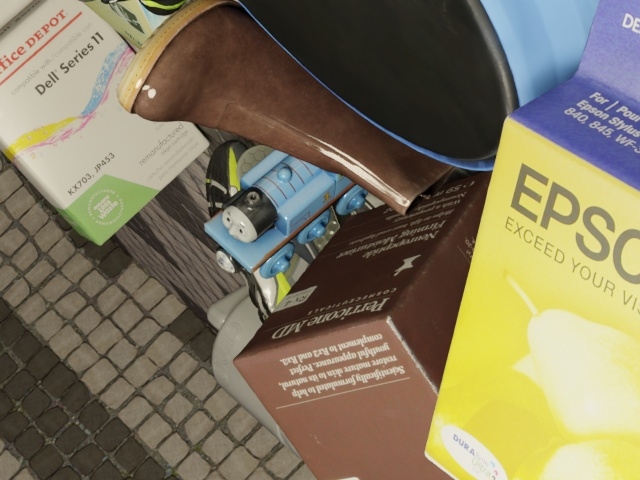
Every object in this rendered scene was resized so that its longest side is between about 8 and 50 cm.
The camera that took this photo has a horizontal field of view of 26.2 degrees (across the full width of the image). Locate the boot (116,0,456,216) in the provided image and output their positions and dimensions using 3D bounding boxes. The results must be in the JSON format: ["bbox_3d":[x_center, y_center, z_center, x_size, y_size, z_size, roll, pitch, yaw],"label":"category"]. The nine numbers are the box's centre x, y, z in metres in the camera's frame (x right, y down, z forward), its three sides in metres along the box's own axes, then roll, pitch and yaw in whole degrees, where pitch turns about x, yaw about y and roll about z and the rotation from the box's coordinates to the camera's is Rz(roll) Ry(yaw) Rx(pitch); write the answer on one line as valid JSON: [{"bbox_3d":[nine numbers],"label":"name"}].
[{"bbox_3d":[-0.011,-0.093,1.017,0.207,0.090,0.248,39,-149,12],"label":"boot"}]

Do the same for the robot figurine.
[{"bbox_3d":[-0.019,0.193,1.992,0.353,0.200,0.300,36,149,39],"label":"robot figurine"}]

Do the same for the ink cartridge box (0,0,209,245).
[{"bbox_3d":[-0.339,-0.192,1.768,0.353,0.207,0.119,49,170,-21],"label":"ink cartridge box"}]

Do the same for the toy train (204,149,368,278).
[{"bbox_3d":[-0.023,-0.045,1.235,0.080,0.184,0.105,42,157,20],"label":"toy train"}]

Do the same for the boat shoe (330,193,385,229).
[{"bbox_3d":[0.057,0.006,1.393,0.219,0.070,0.078,49,168,-17],"label":"boat shoe"}]

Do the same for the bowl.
[{"bbox_3d":[0.012,-0.196,0.830,0.391,0.077,0.391,44,169,11],"label":"bowl"}]

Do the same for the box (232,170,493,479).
[{"bbox_3d":[0.078,0.081,1.080,0.168,0.203,0.167,-18,112,41],"label":"box"}]

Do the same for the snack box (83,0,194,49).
[{"bbox_3d":[-0.252,-0.313,1.408,0.322,0.060,0.187,40,168,25],"label":"snack box"}]

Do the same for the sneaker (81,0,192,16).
[{"bbox_3d":[-0.137,-0.197,0.914,0.084,0.097,0.234,45,169,7],"label":"sneaker"}]

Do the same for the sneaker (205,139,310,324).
[{"bbox_3d":[-0.044,0.006,1.670,0.111,0.121,0.299,27,143,63],"label":"sneaker"}]

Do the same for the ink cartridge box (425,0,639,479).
[{"bbox_3d":[0.198,0.057,0.652,0.304,0.072,0.307,36,130,39],"label":"ink cartridge box"}]

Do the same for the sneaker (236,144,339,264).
[{"bbox_3d":[0.001,-0.002,1.523,0.226,0.086,0.163,45,168,9],"label":"sneaker"}]
